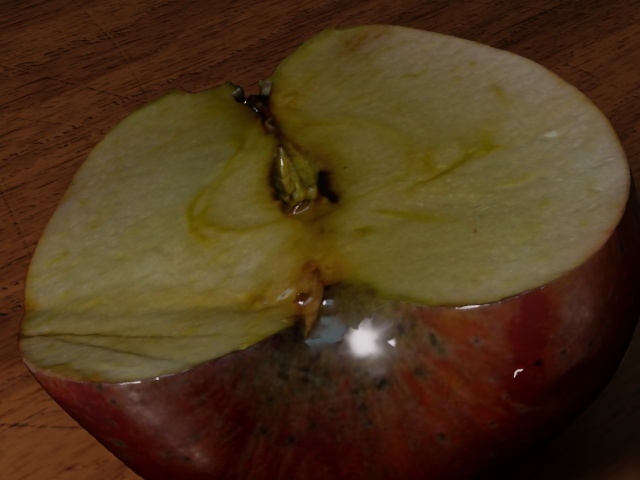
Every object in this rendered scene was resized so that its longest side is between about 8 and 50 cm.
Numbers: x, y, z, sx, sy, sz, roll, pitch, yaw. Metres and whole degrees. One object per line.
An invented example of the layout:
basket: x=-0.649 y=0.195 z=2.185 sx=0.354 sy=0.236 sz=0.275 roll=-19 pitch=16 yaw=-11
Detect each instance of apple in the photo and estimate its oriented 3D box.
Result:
apple: x=0.000 y=0.000 z=0.750 sx=0.329 sy=0.295 sz=0.365 roll=16 pitch=26 yaw=-23
